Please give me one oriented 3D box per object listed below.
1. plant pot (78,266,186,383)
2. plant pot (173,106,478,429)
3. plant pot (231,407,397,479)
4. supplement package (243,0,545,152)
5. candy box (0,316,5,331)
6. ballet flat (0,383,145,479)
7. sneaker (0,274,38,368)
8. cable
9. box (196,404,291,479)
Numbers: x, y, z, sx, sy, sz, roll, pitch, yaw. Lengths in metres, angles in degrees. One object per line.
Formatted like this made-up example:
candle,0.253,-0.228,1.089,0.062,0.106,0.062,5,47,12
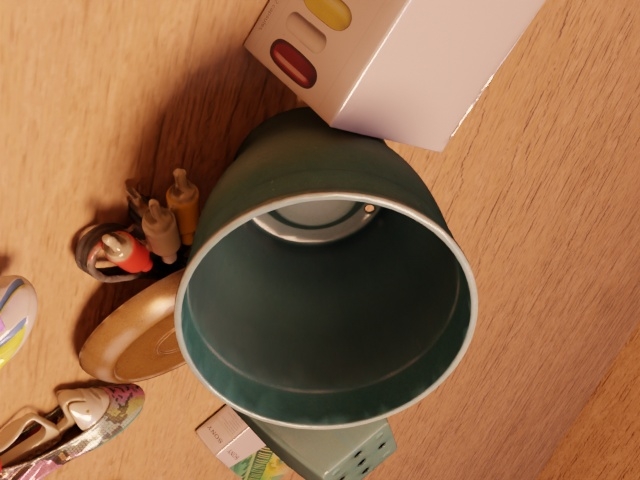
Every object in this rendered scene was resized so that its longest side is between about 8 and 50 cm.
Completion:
plant pot,-0.159,0.097,1.142,0.236,0.032,0.236,-29,160,-12
plant pot,0.000,0.000,0.999,0.272,0.255,0.271,-2,125,-2
plant pot,-0.020,0.204,1.300,0.166,0.234,0.165,-37,149,-11
supplement package,0.093,-0.240,0.971,0.204,0.145,0.262,5,124,-53
candy box,-0.373,0.042,0.779,0.196,0.070,0.164,-30,125,-24
ballet flat,-0.304,0.218,1.148,0.221,0.077,0.079,-33,129,-19
sneaker,-0.370,0.097,0.886,0.240,0.091,0.126,-38,149,-9
cable,-0.160,0.032,1.074,0.139,0.072,0.287,-40,150,-9
box,-0.016,0.237,1.524,0.322,0.058,0.232,-39,150,-7
